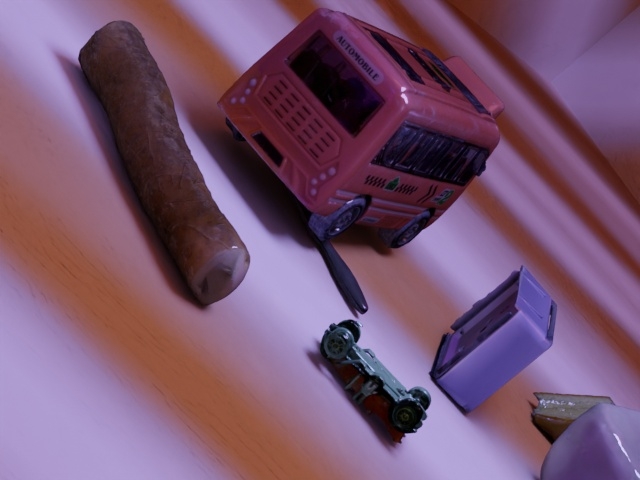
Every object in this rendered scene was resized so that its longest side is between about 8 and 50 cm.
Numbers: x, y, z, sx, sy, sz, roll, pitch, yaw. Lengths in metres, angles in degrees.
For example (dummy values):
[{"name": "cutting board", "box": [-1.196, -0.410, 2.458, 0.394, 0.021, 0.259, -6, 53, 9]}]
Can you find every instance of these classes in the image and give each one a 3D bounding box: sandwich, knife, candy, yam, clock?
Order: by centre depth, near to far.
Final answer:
[{"name": "yam", "box": [-0.159, -0.086, 1.665, 0.081, 0.081, 0.356, 27, 27, -51]}, {"name": "knife", "box": [0.000, 0.000, 1.989, 0.035, 0.018, 0.247, 25, 26, -47]}, {"name": "clock", "box": [0.219, 0.119, 2.045, 0.073, 0.145, 0.193, 48, 17, -4]}, {"name": "candy", "box": [0.454, 0.342, 2.049, 0.359, 0.145, 0.208, 16, 35, -40]}, {"name": "sandwich", "box": [0.397, 0.288, 2.223, 0.258, 0.096, 0.094, 47, 11, -14]}]

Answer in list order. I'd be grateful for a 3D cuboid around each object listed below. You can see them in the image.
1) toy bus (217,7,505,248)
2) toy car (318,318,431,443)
[{"name": "toy bus", "box": [0.064, -0.142, 2.054, 0.203, 0.233, 0.427, 50, 16, 17]}, {"name": "toy car", "box": [0.054, 0.146, 1.736, 0.143, 0.054, 0.073, 45, 15, 1]}]
